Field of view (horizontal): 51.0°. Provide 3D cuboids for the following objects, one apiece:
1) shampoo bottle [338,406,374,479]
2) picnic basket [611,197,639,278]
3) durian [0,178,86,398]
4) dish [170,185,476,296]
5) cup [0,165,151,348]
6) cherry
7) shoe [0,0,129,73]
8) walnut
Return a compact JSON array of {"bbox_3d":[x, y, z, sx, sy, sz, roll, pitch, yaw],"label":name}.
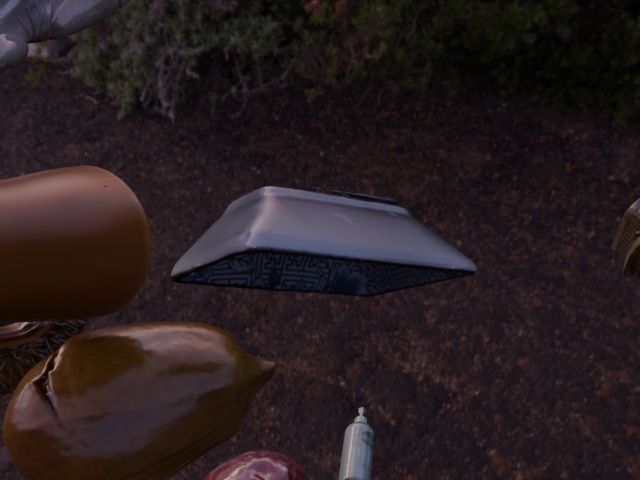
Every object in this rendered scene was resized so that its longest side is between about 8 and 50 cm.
[{"bbox_3d":[0.066,0.366,1.195,0.056,0.056,0.195,3,30,6],"label":"shampoo bottle"},{"bbox_3d":[0.310,-0.024,0.506,0.164,0.115,0.079,-39,66,4],"label":"picnic basket"},{"bbox_3d":[-0.531,0.073,1.030,0.347,0.348,0.384,-17,39,-11],"label":"durian"},{"bbox_3d":[0.000,0.000,0.640,0.243,0.182,0.080,8,74,-32],"label":"dish"},{"bbox_3d":[-0.328,0.029,0.717,0.182,0.226,0.264,36,17,15],"label":"cup"},{"bbox_3d":[-0.133,0.612,1.404,0.326,0.335,0.291,43,23,-12],"label":"cherry"},{"bbox_3d":[-0.341,-0.242,0.580,0.171,0.198,0.351,0,34,33],"label":"shoe"},{"bbox_3d":[-0.215,0.198,0.827,0.336,0.209,0.209,-14,50,-15],"label":"walnut"}]
